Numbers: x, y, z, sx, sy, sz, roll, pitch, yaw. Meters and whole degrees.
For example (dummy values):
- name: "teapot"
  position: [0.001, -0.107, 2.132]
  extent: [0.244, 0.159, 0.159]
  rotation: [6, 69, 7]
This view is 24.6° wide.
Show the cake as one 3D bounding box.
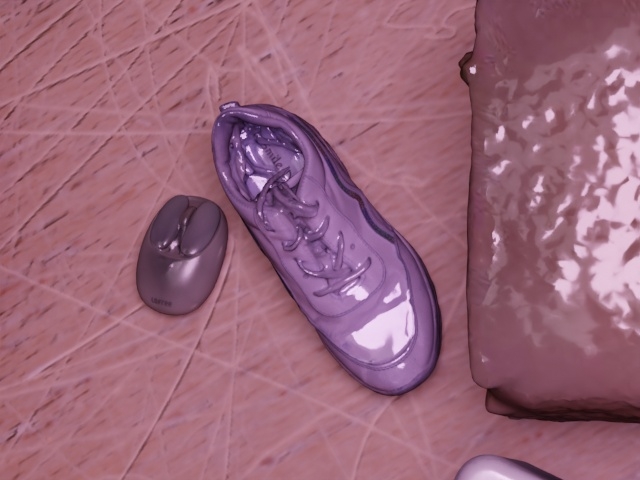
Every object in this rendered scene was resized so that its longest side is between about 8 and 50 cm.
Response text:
- name: "cake"
  position: [0.219, -0.024, 0.961]
  extent: [0.230, 0.237, 0.308]
  rotation: [-2, 82, 17]

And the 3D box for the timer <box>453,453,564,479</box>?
- name: "timer"
  position: [0.154, 0.262, 0.945]
  extent: [0.194, 0.195, 0.192]
  rotation: [25, 87, 15]

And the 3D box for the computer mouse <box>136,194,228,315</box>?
- name: "computer mouse"
  position: [-0.108, 0.010, 1.131]
  extent: [0.066, 0.039, 0.096]
  rotation: [15, 84, 15]

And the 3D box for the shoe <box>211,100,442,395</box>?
- name: "shoe"
  position: [0.000, 0.000, 1.057]
  extent: [0.095, 0.137, 0.245]
  rotation: [-35, 74, 10]
